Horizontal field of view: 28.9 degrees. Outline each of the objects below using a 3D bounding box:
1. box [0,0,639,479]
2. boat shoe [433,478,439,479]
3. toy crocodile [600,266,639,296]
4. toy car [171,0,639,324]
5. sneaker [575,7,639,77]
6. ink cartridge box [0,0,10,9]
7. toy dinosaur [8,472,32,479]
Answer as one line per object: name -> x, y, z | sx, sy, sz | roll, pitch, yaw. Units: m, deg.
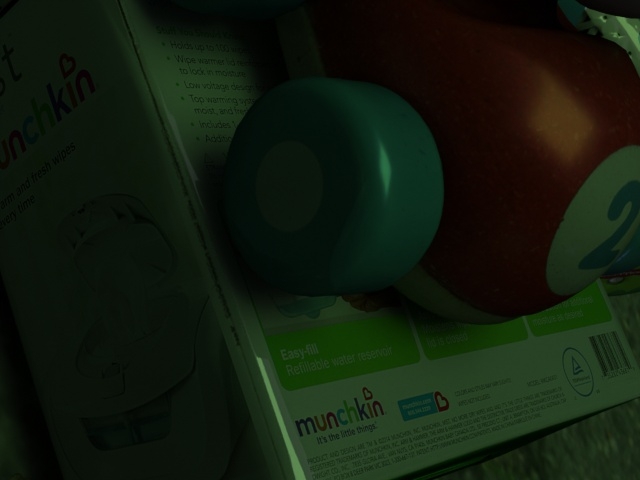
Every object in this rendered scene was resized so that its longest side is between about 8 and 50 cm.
box -> 0.000, 0.000, 0.557 | 0.262, 0.126, 0.231 | -6, 70, -50
boat shoe -> 0.062, 0.187, 0.634 | 0.043, 0.049, 0.137 | -13, 71, -11
toy crocodile -> 0.166, -0.049, 0.807 | 0.340, 0.105, 0.115 | 21, 58, -41
toy car -> 0.101, -0.101, 0.441 | 0.219, 0.238, 0.210 | -1, 68, -49
sneaker -> 0.176, -0.163, 0.881 | 0.237, 0.085, 0.086 | 53, 49, -3
ink cartridge box -> -0.179, -0.172, 0.475 | 0.207, 0.097, 0.046 | 40, 46, -30
toy dinosaur -> -0.123, 0.144, 0.432 | 0.093, 0.053, 0.183 | -69, 157, -52
